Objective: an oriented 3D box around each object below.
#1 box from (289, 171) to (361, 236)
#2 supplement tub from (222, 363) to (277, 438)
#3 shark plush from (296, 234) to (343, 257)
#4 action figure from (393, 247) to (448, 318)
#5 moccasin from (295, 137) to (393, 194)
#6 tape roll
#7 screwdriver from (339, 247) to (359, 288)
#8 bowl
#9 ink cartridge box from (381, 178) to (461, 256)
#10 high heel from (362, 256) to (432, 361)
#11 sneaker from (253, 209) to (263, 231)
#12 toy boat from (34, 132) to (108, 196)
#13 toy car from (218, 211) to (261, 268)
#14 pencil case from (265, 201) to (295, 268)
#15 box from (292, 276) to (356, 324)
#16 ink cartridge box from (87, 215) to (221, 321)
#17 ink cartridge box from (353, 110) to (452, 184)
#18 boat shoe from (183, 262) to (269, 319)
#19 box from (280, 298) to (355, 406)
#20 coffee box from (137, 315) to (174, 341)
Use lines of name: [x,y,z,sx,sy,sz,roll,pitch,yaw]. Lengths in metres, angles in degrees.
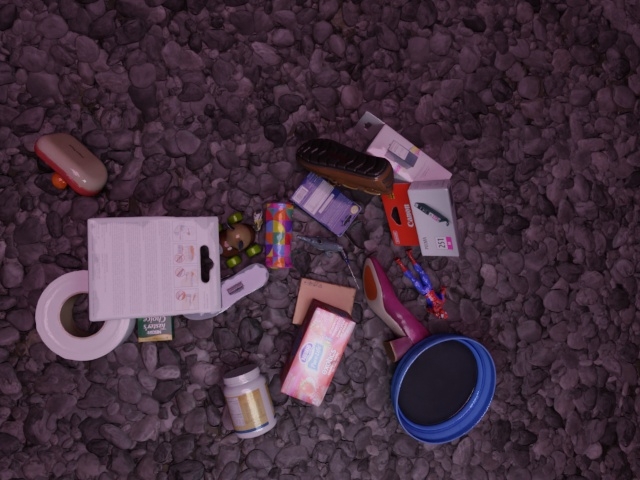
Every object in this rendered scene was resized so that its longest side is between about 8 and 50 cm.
box: [0.017,-0.129,1.592,0.225,0.036,0.136,38,84,-3]
supplement tub: [-0.235,0.524,1.479,0.144,0.144,0.200,-16,90,-8]
shark plush: [0.000,0.000,1.569,0.161,0.067,0.073,28,85,-6]
action figure: [0.378,0.166,1.583,0.091,0.139,0.280,-35,95,-6]
moccasin: [0.076,-0.242,1.499,0.379,0.147,0.139,18,63,29]
tape roll: [-0.743,0.234,1.447,0.285,0.100,0.287,0,87,-7]
screwdriver: [0.107,0.097,1.607,0.025,0.024,0.170,-34,100,-36]
bowl: [0.420,0.505,1.553,0.390,0.077,0.392,-4,102,-17]
ink cartridge box: [0.325,-0.068,1.489,0.238,0.060,0.275,0,129,28]
high heel: [0.272,0.224,1.590,0.181,0.127,0.378,-16,92,-24]
sneaker: [-0.216,-0.068,1.564,0.031,0.035,0.084,0,66,12]
toy boat: [-0.813,-0.225,1.452,0.231,0.151,0.151,43,114,-3]
toy car: [-0.284,-0.004,1.471,0.148,0.188,0.155,-30,92,-8]
pencil case: [-0.138,-0.020,1.538,0.104,0.104,0.237,3,87,-7]
box: [0.013,0.230,1.585,0.201,0.021,0.165,12,86,-7]
ink cartridge box: [-0.511,0.082,1.405,0.384,0.091,0.309,-2,85,-14]
ink cartridge box: [0.245,-0.266,1.541,0.353,0.207,0.119,36,82,-5]
boat shoe: [-0.316,0.167,1.504,0.306,0.105,0.113,-32,89,-12]
box: [-0.014,0.366,1.496,0.142,0.154,0.300,23,92,-7]
coffee box: [-0.549,0.242,1.500,0.113,0.040,0.184,-1,88,-8]
